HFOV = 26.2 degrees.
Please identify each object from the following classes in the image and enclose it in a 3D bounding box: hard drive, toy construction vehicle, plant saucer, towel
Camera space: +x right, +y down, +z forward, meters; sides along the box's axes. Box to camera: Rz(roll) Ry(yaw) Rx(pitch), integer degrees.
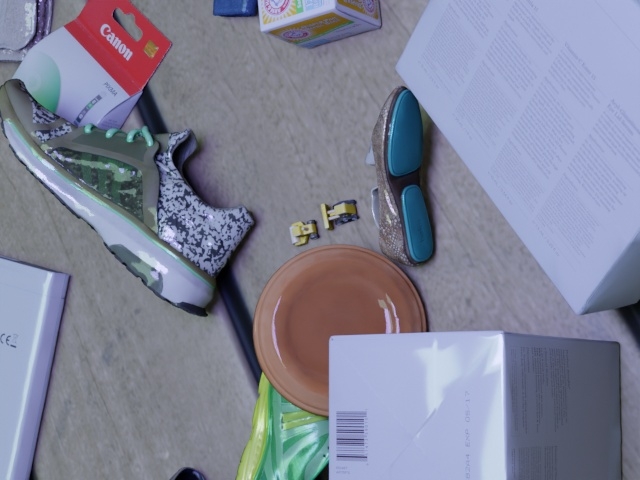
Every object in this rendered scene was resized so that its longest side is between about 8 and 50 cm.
[{"bbox_3d":[-0.482,0.197,1.958,0.233,0.047,0.353,13,91,35],"label":"hard drive"},{"bbox_3d":[0.000,0.000,1.653,0.098,0.035,0.086,-15,76,33],"label":"toy construction vehicle"},{"bbox_3d":[0.022,0.101,1.560,0.199,0.037,0.200,0,81,-1],"label":"plant saucer"},{"bbox_3d":[-0.103,-0.345,1.766,0.067,0.029,0.120,6,87,35],"label":"towel"},{"bbox_3d":[-0.463,-0.398,2.009,0.187,0.049,0.282,5,87,34],"label":"towel"}]

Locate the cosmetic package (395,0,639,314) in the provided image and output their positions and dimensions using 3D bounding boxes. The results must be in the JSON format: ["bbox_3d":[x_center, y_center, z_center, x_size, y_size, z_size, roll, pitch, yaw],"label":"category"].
[{"bbox_3d":[0.251,-0.160,1.381,0.377,0.097,0.284,58,141,31],"label":"cosmetic package"}]

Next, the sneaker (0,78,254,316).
[{"bbox_3d":[-0.243,-0.089,1.771,0.410,0.158,0.182,43,87,13],"label":"sneaker"}]

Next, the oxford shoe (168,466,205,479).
[{"bbox_3d":[-0.150,0.366,1.588,0.130,0.123,0.348,-64,24,5],"label":"oxford shoe"}]

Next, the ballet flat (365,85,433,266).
[{"bbox_3d":[0.081,-0.072,1.564,0.067,0.073,0.206,4,101,44],"label":"ballet flat"}]

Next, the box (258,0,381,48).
[{"bbox_3d":[-0.008,-0.347,1.655,0.114,0.103,0.203,-13,78,33],"label":"box"}]

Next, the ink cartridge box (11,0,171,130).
[{"bbox_3d":[-0.325,-0.231,1.895,0.181,0.056,0.225,45,112,29],"label":"ink cartridge box"}]

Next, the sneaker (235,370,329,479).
[{"bbox_3d":[-0.018,0.213,1.618,0.123,0.109,0.296,13,88,7],"label":"sneaker"}]

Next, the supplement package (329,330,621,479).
[{"bbox_3d":[0.160,0.196,1.381,0.198,0.262,0.199,-4,82,35],"label":"supplement package"}]
